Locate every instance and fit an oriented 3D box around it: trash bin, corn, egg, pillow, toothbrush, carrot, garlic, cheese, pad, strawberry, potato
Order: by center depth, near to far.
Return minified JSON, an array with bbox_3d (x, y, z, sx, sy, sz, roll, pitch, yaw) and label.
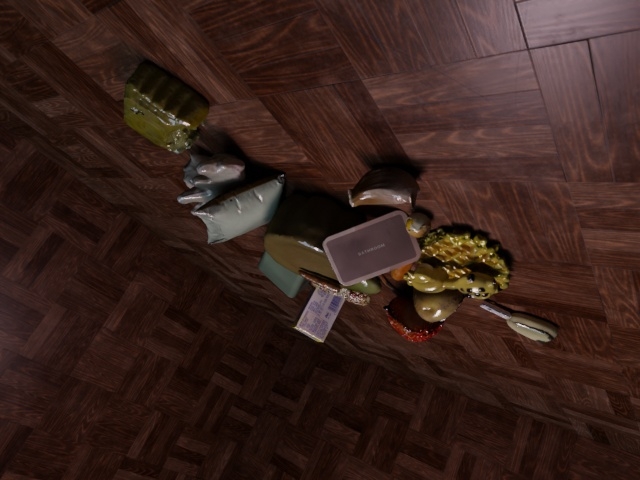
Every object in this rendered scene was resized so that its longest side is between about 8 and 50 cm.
[{"bbox_3d":[0.176,-0.122,1.157,0.198,0.128,0.090,15,140,37],"label":"garlic"},{"bbox_3d":[0.275,-0.042,1.311,0.071,0.071,0.083,24,164,10],"label":"egg"},{"bbox_3d":[0.154,0.026,1.390,0.002,0.266,0.176,-84,-29,-70],"label":"pad"},{"bbox_3d":[0.287,0.072,1.572,0.072,0.072,0.205,24,156,8],"label":"carrot"},{"bbox_3d":[-0.262,-0.101,1.580,0.312,0.310,0.119,109,138,-71],"label":"pillow"},{"bbox_3d":[0.674,0.276,1.601,0.252,0.054,0.127,26,160,7],"label":"cheese"},{"bbox_3d":[-0.005,0.141,1.615,0.165,0.035,0.035,23,159,2],"label":"carrot"},{"bbox_3d":[0.395,0.224,1.704,0.098,0.138,0.243,40,154,-18],"label":"potato"},{"bbox_3d":[0.342,0.329,1.816,0.234,0.137,0.306,26,-159,26],"label":"strawberry"},{"bbox_3d":[-0.126,0.085,1.926,0.223,0.158,0.343,43,159,5],"label":"trash bin"},{"bbox_3d":[0.309,0.211,1.938,0.031,0.023,0.321,-3,145,38],"label":"toothbrush"},{"bbox_3d":[0.092,0.217,2.114,0.290,0.098,0.098,25,159,10],"label":"corn"}]

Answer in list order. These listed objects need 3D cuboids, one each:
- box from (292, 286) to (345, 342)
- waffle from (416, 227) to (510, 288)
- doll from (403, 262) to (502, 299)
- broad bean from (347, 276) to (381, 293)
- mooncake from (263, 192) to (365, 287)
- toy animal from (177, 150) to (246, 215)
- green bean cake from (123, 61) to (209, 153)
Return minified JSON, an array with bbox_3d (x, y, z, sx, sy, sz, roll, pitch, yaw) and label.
[{"bbox_3d":[-0.006,0.357,2.327,0.168,0.265,0.097,29,162,-6],"label":"box"},{"bbox_3d":[0.412,0.056,1.395,0.312,0.060,0.307,4,149,43],"label":"waffle"},{"bbox_3d":[0.387,0.124,1.383,0.291,0.086,0.117,3,146,40],"label":"doll"},{"bbox_3d":[0.125,0.147,1.904,0.263,0.121,0.189,12,161,9],"label":"broad bean"},{"bbox_3d":[0.000,0.000,1.590,0.379,0.200,0.378,19,160,8],"label":"mooncake"},{"bbox_3d":[-0.367,-0.234,1.533,0.266,0.188,0.308,-10,162,9],"label":"toy animal"},{"bbox_3d":[-0.454,-0.370,1.352,0.233,0.124,0.236,32,158,-14],"label":"green bean cake"}]
